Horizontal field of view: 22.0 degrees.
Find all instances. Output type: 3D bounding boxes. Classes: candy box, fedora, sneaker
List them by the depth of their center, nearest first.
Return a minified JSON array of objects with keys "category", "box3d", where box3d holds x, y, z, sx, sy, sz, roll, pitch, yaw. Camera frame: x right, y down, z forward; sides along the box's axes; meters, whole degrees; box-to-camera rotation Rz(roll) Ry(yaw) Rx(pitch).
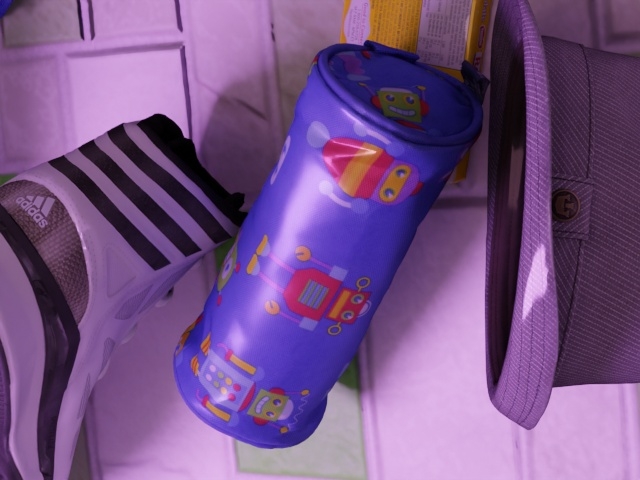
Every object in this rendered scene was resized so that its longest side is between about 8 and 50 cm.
[{"category":"fedora","box3d":[0.170,-0.022,1.008,0.124,0.244,0.275,2,75,0]},{"category":"candy box","box3d":[0.064,-0.150,1.133,0.105,0.027,0.206,15,107,26]},{"category":"sneaker","box3d":[-0.166,0.068,1.243,0.169,0.257,0.447,51,154,16]}]

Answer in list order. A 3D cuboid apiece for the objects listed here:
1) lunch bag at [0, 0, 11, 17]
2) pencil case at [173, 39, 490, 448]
[{"category":"lunch bag","box3d":[-0.422,-0.271,1.181,0.385,0.328,0.239,32,100,3]},{"category":"pencil case","box3d":[0.000,0.000,1.125,0.119,0.133,0.306,18,125,-14]}]
